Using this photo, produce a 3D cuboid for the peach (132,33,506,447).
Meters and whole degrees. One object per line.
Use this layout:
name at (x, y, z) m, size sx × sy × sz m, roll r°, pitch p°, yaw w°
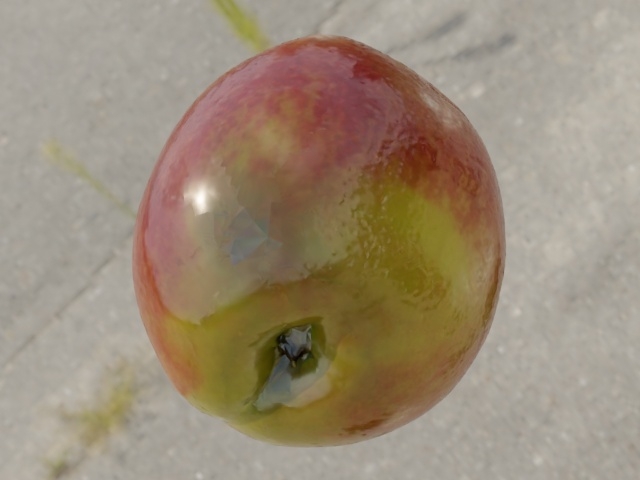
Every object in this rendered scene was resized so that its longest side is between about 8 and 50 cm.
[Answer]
peach at (0.000, 0.000, 0.839) m, size 0.190 × 0.190 × 0.192 m, roll -15°, pitch 33°, yaw 31°
